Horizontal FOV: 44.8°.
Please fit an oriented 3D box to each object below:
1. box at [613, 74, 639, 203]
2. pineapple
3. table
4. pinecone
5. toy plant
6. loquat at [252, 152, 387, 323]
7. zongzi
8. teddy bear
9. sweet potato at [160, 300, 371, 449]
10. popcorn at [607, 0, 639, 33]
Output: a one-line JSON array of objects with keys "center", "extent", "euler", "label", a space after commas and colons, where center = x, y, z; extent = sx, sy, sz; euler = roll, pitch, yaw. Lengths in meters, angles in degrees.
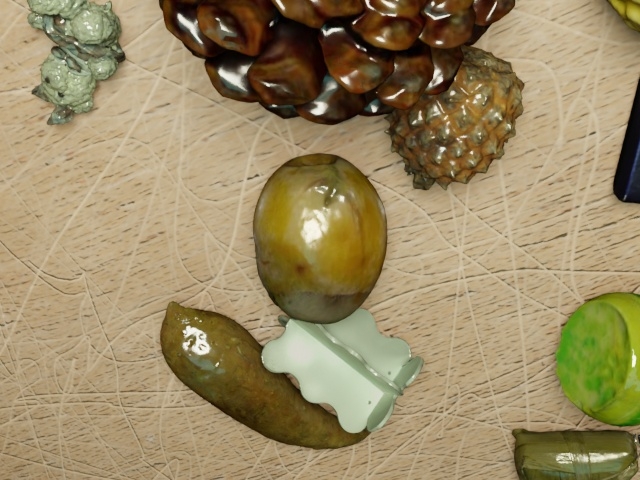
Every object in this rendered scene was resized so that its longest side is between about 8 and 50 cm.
[{"center": [0.514, -0.121, 0.967], "extent": [0.259, 0.071, 0.168], "euler": [4, 120, 3], "label": "box"}, {"center": [0.155, -0.142, 0.955], "extent": [0.166, 0.166, 0.193], "euler": [19, 120, -4], "label": "pineapple"}, {"center": [0.025, 0.171, 1.161], "extent": [0.198, 0.166, 0.166], "euler": [40, 118, -7], "label": "table"}, {"center": [0.004, -0.296, 0.778], "extent": [0.397, 0.398, 0.398], "euler": [3, 121, 5], "label": "pinecone"}, {"center": [0.519, 0.180, 1.110], "extent": [0.315, 0.185, 0.224], "euler": [12, 127, -18], "label": "toy plant"}, {"center": [0.000, 0.000, 1.039], "extent": [0.179, 0.179, 0.228], "euler": [-1, 103, 8], "label": "loquat"}, {"center": [0.424, 0.396, 1.272], "extent": [0.204, 0.094, 0.205], "euler": [-5, 123, 10], "label": "zongzi"}, {"center": [-0.309, -0.249, 0.992], "extent": [0.133, 0.111, 0.213], "euler": [43, 143, 6], "label": "teddy bear"}, {"center": [-0.096, 0.238, 1.235], "extent": [0.130, 0.131, 0.422], "euler": [-38, 116, 25], "label": "sweet potato"}, {"center": [0.386, -0.309, 0.779], "extent": [0.225, 0.249, 0.249], "euler": [-37, 110, 29], "label": "popcorn"}]
